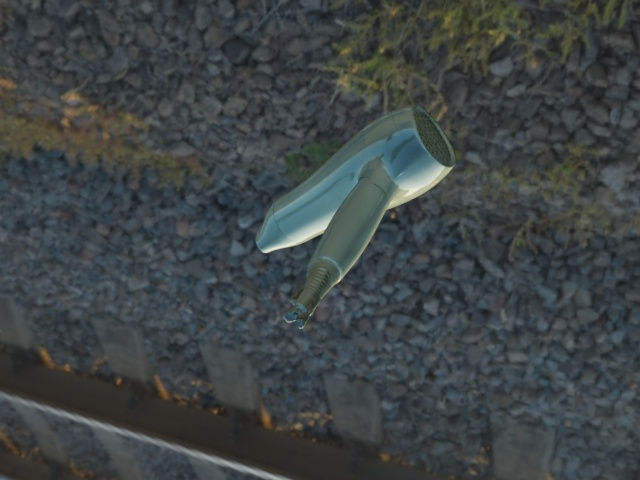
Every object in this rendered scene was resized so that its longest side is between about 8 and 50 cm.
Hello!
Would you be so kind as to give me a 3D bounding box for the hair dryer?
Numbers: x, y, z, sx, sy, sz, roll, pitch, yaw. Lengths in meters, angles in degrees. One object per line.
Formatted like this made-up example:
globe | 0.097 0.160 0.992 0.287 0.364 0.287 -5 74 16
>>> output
hair dryer | 0.000 0.000 0.699 0.206 0.237 0.075 -30 110 34
